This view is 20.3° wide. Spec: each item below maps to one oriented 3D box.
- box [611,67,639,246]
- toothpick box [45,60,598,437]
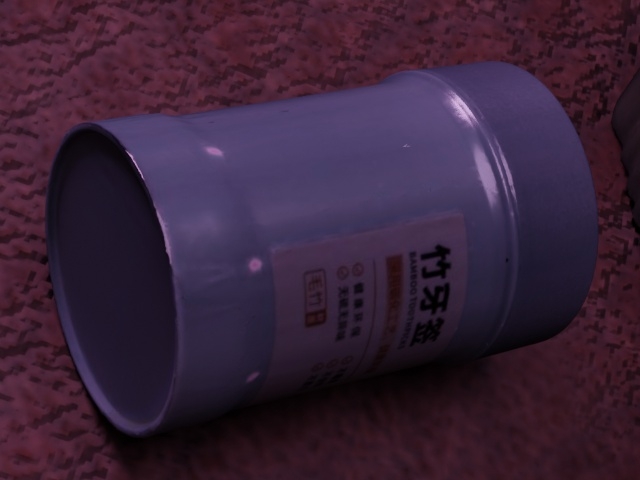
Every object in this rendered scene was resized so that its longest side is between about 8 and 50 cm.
[{"bbox_3d":[0.197,-0.016,0.631,0.138,0.178,0.274,8,57,-21],"label":"box"},{"bbox_3d":[0.000,0.000,0.581,0.153,0.101,0.101,-11,66,-28],"label":"toothpick box"}]
